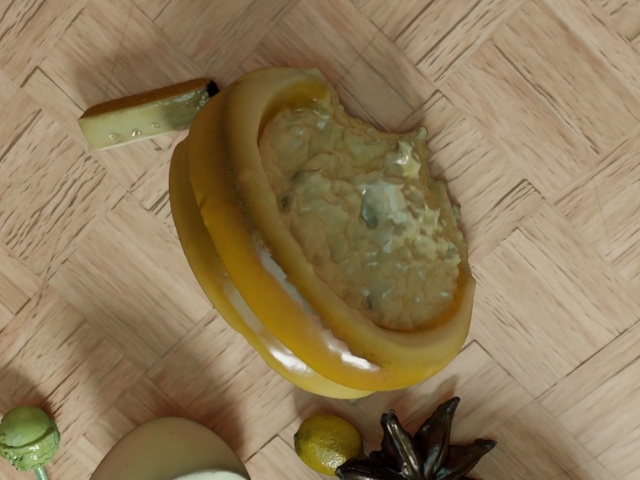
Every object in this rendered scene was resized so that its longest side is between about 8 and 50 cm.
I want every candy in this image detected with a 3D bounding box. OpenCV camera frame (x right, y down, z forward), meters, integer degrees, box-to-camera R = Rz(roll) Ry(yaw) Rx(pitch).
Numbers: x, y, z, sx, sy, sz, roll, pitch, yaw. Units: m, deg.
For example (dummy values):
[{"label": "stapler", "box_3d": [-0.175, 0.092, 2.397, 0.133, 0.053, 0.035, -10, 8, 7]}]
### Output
[{"label": "candy", "box_3d": [-0.423, 0.406, 1.340, 0.092, 0.092, 0.336, -10, 114, 1]}]

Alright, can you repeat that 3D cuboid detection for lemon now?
[{"label": "lemon", "box_3d": [0.016, 0.291, 1.209, 0.110, 0.082, 0.082, 21, 111, 3]}]

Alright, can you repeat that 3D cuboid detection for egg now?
[{"label": "egg", "box_3d": [-0.217, 0.348, 1.232, 0.206, 0.162, 0.271, -28, 140, -14]}]

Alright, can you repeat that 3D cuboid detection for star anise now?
[{"label": "star anise", "box_3d": [0.130, 0.335, 1.202, 0.271, 0.102, 0.272, -4, 104, -18]}]

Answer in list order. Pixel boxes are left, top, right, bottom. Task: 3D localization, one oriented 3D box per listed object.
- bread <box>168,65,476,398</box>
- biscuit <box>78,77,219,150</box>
[{"label": "bread", "box_3d": [0.004, -0.008, 1.059, 0.424, 0.329, 0.245, 50, 151, -8]}, {"label": "biscuit", "box_3d": [-0.221, -0.163, 1.119, 0.187, 0.052, 0.056, -10, 122, 14]}]
